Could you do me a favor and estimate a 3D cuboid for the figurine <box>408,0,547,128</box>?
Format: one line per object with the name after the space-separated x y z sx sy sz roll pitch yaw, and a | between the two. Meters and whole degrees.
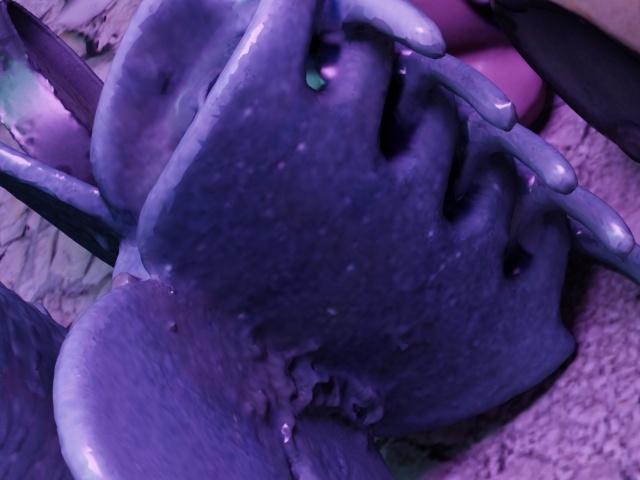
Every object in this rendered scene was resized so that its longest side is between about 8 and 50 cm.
0.078 -0.225 1.108 0.270 0.211 0.261 -40 42 16 | figurine

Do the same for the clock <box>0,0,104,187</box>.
-0.157 -0.070 1.216 0.042 0.215 0.215 -39 42 5 | clock

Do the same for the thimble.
-0.248 0.119 1.219 0.198 0.143 0.235 -19 51 32 | thimble

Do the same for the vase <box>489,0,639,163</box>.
0.249 -0.183 0.870 0.302 0.241 0.329 -49 9 -7 | vase

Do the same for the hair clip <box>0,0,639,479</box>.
0.000 0.000 0.943 0.238 0.318 0.392 -46 39 6 | hair clip
